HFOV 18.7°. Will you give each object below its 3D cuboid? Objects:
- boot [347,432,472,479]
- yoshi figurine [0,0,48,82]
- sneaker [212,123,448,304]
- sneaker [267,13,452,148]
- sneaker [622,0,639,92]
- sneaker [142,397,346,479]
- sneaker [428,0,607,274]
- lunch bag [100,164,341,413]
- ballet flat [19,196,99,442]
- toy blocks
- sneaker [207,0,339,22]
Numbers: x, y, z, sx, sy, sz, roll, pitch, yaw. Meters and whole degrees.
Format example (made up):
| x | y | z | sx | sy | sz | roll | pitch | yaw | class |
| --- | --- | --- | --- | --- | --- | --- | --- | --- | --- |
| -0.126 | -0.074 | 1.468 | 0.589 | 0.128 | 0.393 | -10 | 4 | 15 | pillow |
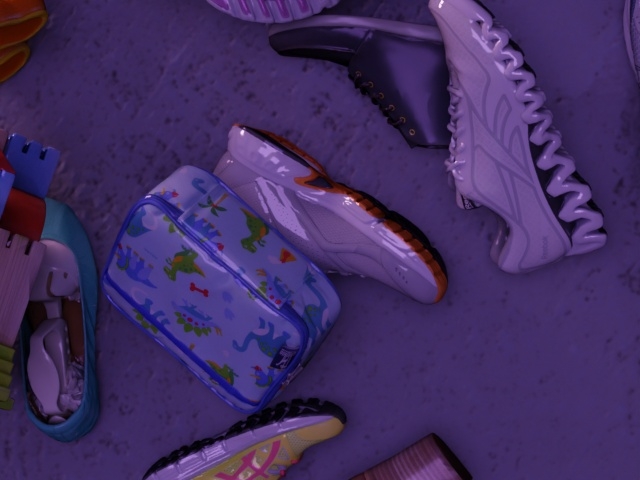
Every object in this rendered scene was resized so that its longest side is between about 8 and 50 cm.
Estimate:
| x | y | z | sx | sy | sz | roll | pitch | yaw | class |
| --- | --- | --- | --- | --- | --- | --- | --- | --- | --- |
| 0.099 | 0.351 | 1.848 | 0.220 | 0.109 | 0.283 | -39 | 91 | 9 | boot |
| -0.437 | -0.303 | 1.881 | 0.203 | 0.203 | 0.362 | -38 | 82 | 11 | yoshi figurine |
| 0.000 | 0.000 | 1.879 | 0.262 | 0.099 | 0.121 | 34 | 100 | 14 | sneaker |
| 0.054 | -0.152 | 1.872 | 0.222 | 0.083 | 0.118 | 6 | 90 | 6 | sneaker |
| 0.349 | -0.137 | 1.817 | 0.110 | 0.122 | 0.283 | -8 | 88 | 6 | sneaker |
| -0.062 | 0.222 | 1.888 | 0.208 | 0.081 | 0.094 | -25 | 93 | 12 | sneaker |
| 0.162 | -0.099 | 1.812 | 0.118 | 0.110 | 0.292 | -26 | 104 | 4 | sneaker |
| -0.098 | 0.052 | 1.849 | 0.219 | 0.090 | 0.176 | 42 | 138 | 5 | lunch bag |
| -0.260 | 0.075 | 1.902 | 0.083 | 0.087 | 0.247 | -7 | 88 | 7 | ballet flat |
| -0.334 | 0.006 | 1.805 | 0.190 | 0.381 | 0.261 | 21 | 81 | -19 | toy blocks |
| -0.005 | -0.263 | 1.859 | 0.236 | 0.104 | 0.095 | -10 | 99 | -9 | sneaker |
